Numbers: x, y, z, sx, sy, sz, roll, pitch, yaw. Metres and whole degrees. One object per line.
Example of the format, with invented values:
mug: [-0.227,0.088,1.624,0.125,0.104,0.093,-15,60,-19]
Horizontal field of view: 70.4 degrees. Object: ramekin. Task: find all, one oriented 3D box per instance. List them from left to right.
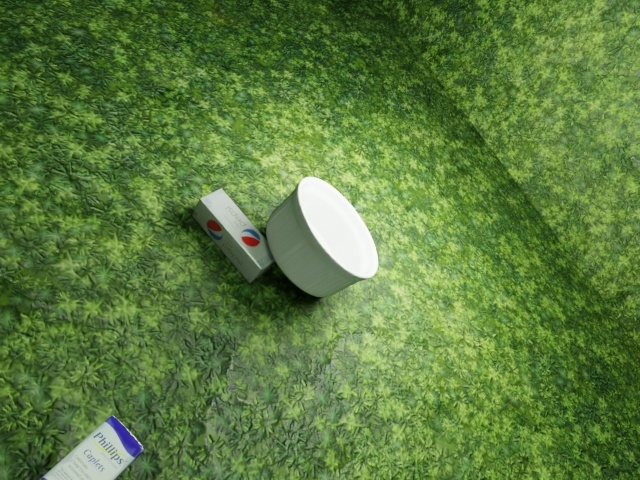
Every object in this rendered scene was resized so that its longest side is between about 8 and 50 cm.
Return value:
ramekin: [0.000,0.000,1.080,0.277,0.135,0.277,39,30,-27]

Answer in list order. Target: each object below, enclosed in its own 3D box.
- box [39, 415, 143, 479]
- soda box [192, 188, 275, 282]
box: [-0.345,0.346,0.666,0.072,0.126,0.137,44,46,3]
soda box: [-0.198,-0.012,1.051,0.216,0.074,0.069,49,46,5]
